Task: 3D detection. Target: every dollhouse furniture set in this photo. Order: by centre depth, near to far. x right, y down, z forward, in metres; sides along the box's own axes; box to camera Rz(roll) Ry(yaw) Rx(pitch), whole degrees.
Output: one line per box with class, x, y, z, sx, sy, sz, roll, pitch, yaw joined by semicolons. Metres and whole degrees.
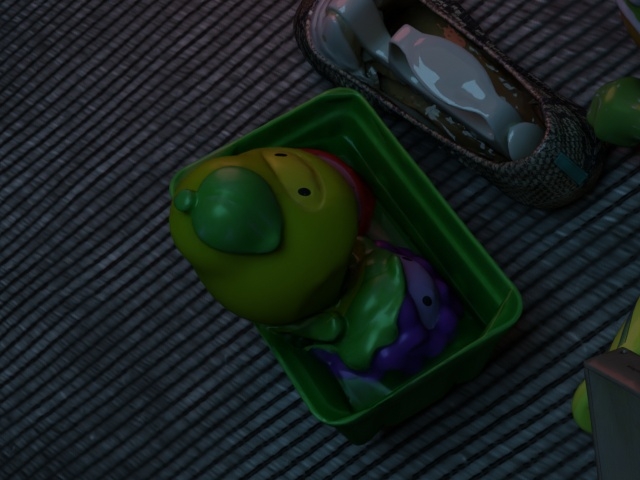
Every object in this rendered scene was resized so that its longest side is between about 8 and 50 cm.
dollhouse furniture set;0.370;0.158;1.238;0.212;0.242;0.161;-149;45;-64

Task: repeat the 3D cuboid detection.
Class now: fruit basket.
fruit basket;0.000;0.000;1.432;0.283;0.392;0.392;-29;58;-11

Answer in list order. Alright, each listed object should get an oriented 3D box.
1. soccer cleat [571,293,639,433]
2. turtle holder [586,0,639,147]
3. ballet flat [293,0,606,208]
soccer cleat;0.355;0.075;1.414;0.289;0.093;0.121;-52;26;10
turtle holder;0.411;-0.249;1.416;0.227;0.243;0.320;39;135;48
ballet flat;0.112;-0.206;1.574;0.483;0.182;0.164;40;96;33
